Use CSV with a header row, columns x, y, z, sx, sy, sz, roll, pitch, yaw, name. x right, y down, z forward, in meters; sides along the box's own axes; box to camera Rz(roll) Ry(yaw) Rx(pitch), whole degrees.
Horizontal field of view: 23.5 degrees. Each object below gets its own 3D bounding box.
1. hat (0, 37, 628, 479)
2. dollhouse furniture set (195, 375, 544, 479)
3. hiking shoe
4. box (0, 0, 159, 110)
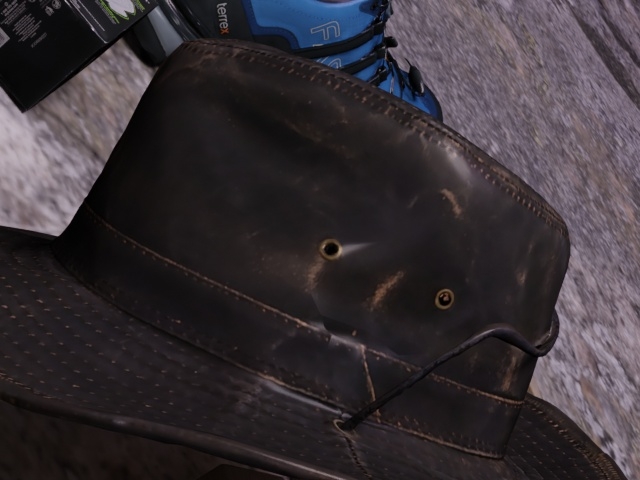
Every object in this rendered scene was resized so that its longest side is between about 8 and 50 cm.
x,y,z,sx,sy,sz,roll,pitch,yaw,name
0.000,0.000,0.610,0.331,0.134,0.331,21,9,-3,hat
0.039,0.137,0.722,0.151,0.123,0.144,24,38,-50,dollhouse furniture set
0.010,-0.127,0.997,0.304,0.132,0.113,23,40,-52,hiking shoe
-0.133,-0.114,0.797,0.052,0.062,0.083,50,25,-8,box
